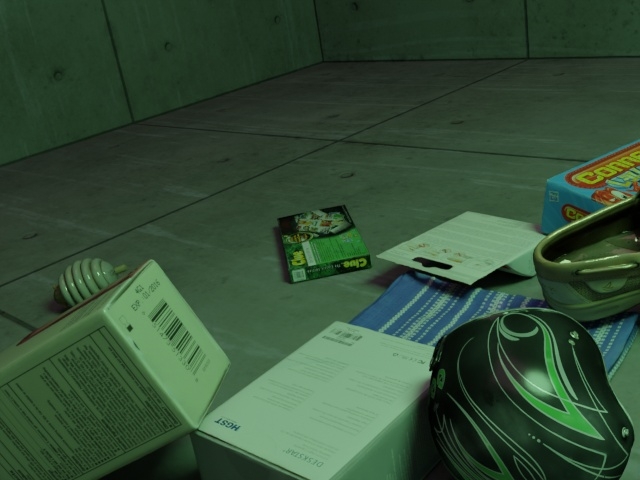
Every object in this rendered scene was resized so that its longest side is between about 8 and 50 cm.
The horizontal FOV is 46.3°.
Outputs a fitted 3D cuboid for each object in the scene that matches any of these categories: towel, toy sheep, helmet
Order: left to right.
[{"bbox_3d":[-0.378,0.068,1.228,0.132,0.091,0.091,-29,22,2],"label":"toy sheep"},{"bbox_3d":[0.186,0.120,0.919,0.336,0.040,0.243,8,29,38],"label":"towel"},{"bbox_3d":[0.181,0.158,0.660,0.169,0.169,0.161,-9,53,1],"label":"helmet"}]

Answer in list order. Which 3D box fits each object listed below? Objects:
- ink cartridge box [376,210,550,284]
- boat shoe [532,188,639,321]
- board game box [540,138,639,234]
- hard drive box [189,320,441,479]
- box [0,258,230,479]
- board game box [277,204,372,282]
[{"bbox_3d":[0.224,0.024,1.119,0.224,0.056,0.181,-26,28,-36],"label":"ink cartridge box"},{"bbox_3d":[0.412,-0.016,0.852,0.341,0.110,0.122,-26,43,8],"label":"boat shoe"},{"bbox_3d":[0.530,-0.042,1.045,0.308,0.086,0.302,-22,36,-29],"label":"board game box"},{"bbox_3d":[0.017,0.187,0.756,0.181,0.089,0.232,10,28,41],"label":"hard drive box"},{"bbox_3d":[-0.236,0.149,0.770,0.232,0.149,0.127,-29,14,19],"label":"box"},{"bbox_3d":[0.000,0.000,1.313,0.136,0.030,0.260,-9,21,-4],"label":"board game box"}]
